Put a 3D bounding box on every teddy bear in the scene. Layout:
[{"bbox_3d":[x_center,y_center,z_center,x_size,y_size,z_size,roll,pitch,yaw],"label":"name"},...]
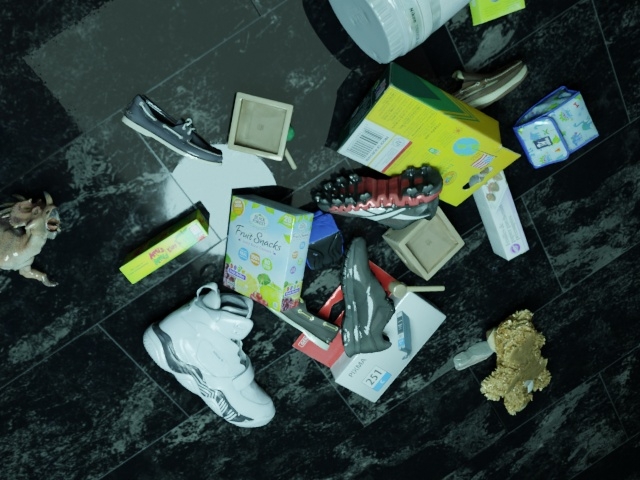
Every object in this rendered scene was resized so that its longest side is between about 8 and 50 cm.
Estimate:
[{"bbox_3d":[0.517,0.325,1.203,0.245,0.113,0.338,-52,129,-3],"label":"teddy bear"}]

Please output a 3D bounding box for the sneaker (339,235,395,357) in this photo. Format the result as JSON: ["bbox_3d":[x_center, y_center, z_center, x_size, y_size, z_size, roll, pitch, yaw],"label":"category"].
[{"bbox_3d":[0.109,0.128,1.048,0.130,0.109,0.286,-2,102,2],"label":"sneaker"}]

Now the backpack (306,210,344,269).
[{"bbox_3d":[0.000,0.000,1.009,0.098,0.101,0.120,-20,143,-3],"label":"backpack"}]

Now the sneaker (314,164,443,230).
[{"bbox_3d":[0.129,-0.079,0.985,0.276,0.097,0.135,-5,139,17],"label":"sneaker"}]

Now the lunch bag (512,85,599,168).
[{"bbox_3d":[0.542,-0.259,1.053,0.151,0.096,0.128,-33,114,15],"label":"lunch bag"}]

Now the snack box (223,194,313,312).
[{"bbox_3d":[-0.115,0.022,0.951,0.070,0.175,0.206,-10,114,-54],"label":"snack box"}]

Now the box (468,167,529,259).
[{"bbox_3d":[0.413,-0.105,1.084,0.063,0.067,0.323,-29,110,-2],"label":"box"}]

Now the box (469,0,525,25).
[{"bbox_3d":[0.356,-0.559,0.939,0.109,0.042,0.178,-22,112,-5],"label":"box"}]

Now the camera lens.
[{"bbox_3d":[0.171,-0.494,0.823,0.274,0.219,0.219,-40,111,2],"label":"camera lens"}]

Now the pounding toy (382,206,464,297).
[{"bbox_3d":[0.226,0.042,1.068,0.206,0.094,0.181,-44,115,-4],"label":"pounding toy"}]

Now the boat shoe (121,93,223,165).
[{"bbox_3d":[-0.281,-0.214,0.890,0.206,0.075,0.064,26,103,-14],"label":"boat shoe"}]

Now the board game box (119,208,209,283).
[{"bbox_3d":[-0.321,0.010,0.942,0.181,0.092,0.043,-33,112,-1],"label":"board game box"}]

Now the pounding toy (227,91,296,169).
[{"bbox_3d":[-0.106,-0.219,0.926,0.141,0.100,0.130,12,104,-5],"label":"pounding toy"}]

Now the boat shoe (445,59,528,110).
[{"bbox_3d":[0.324,-0.329,0.979,0.258,0.095,0.095,-34,105,0],"label":"boat shoe"}]

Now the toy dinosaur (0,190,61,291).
[{"bbox_3d":[-0.619,-0.010,0.860,0.296,0.127,0.200,8,98,-2],"label":"toy dinosaur"}]

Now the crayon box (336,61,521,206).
[{"bbox_3d":[0.222,-0.205,0.944,0.319,0.081,0.202,22,143,-18],"label":"crayon box"}]

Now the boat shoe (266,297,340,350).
[{"bbox_3d":[-0.054,0.168,1.060,0.228,0.081,0.068,39,82,-16],"label":"boat shoe"}]

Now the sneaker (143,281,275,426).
[{"bbox_3d":[-0.195,0.261,1.025,0.210,0.137,0.366,-44,108,6],"label":"sneaker"}]

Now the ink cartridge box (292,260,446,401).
[{"bbox_3d":[0.122,0.228,1.125,0.261,0.066,0.296,34,97,-21],"label":"ink cartridge box"}]

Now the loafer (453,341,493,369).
[{"bbox_3d":[0.420,0.316,1.234,0.125,0.045,0.039,-21,130,-8],"label":"loafer"}]
